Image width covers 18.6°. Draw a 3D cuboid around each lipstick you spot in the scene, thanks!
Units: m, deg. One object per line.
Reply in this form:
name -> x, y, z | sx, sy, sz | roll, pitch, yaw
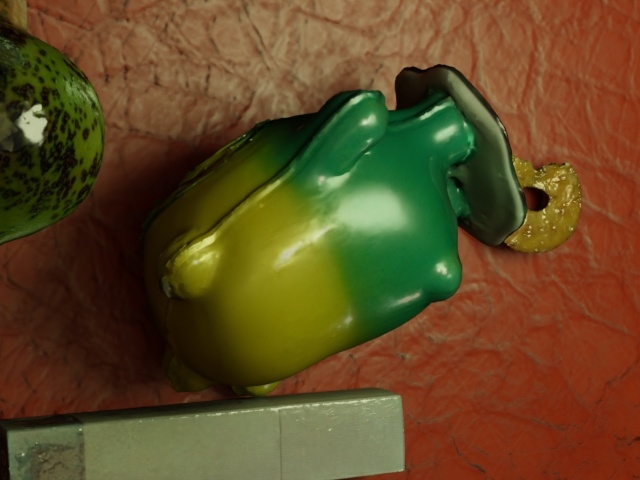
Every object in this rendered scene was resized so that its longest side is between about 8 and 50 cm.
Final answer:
lipstick -> -0.108, 0.188, 1.777 | 0.371, 0.076, 0.080 | -4, 93, -20

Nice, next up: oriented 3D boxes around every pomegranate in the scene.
pomegranate -> -0.305, -0.119, 1.650 | 0.222, 0.277, 0.204 | 17, 126, -39

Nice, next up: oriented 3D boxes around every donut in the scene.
donut -> 0.199, -0.036, 1.897 | 0.108, 0.043, 0.097 | 14, 88, -22

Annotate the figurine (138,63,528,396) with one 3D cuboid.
figurine -> 0.000, 0.000, 1.724 | 0.340, 0.324, 0.231 | -32, 59, -20
